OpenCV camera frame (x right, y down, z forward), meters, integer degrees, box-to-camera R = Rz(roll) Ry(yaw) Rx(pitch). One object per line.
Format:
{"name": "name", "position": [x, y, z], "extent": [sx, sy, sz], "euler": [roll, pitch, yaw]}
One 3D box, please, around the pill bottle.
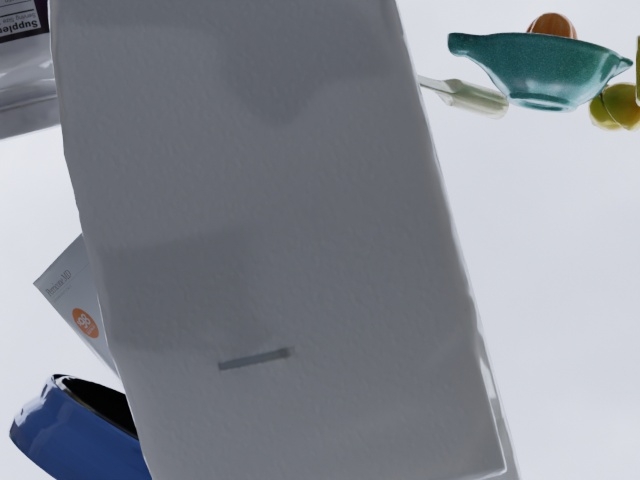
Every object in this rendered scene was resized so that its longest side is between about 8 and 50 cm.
{"name": "pill bottle", "position": [-0.338, -0.268, 1.452], "extent": [0.181, 0.181, 0.323], "euler": [-12, -83, 21]}

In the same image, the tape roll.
{"name": "tape roll", "position": [0.000, 0.000, 0.503], "extent": [0.100, 0.286, 0.286], "euler": [-14, -116, 5]}

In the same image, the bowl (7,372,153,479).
{"name": "bowl", "position": [-0.146, 0.256, 1.517], "extent": [0.391, 0.391, 0.077], "euler": [25, -94, 31]}

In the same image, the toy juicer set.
{"name": "toy juicer set", "position": [0.229, -0.164, 1.345], "extent": [0.329, 0.209, 0.090], "euler": [7, -93, 30]}

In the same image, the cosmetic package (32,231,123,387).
{"name": "cosmetic package", "position": [-0.158, 0.073, 1.643], "extent": [0.284, 0.377, 0.097], "euler": [51, -126, -2]}
